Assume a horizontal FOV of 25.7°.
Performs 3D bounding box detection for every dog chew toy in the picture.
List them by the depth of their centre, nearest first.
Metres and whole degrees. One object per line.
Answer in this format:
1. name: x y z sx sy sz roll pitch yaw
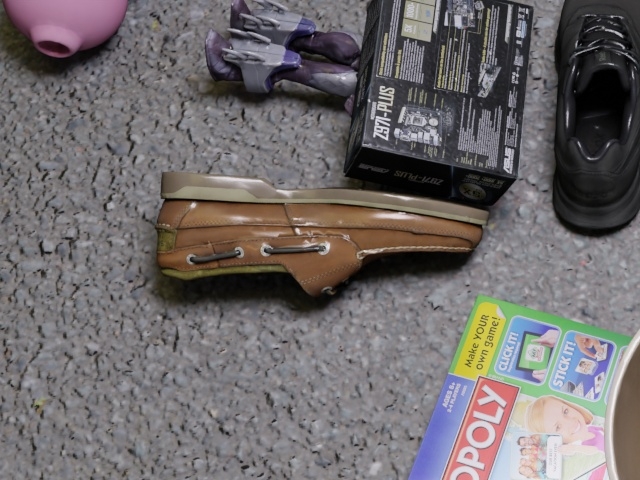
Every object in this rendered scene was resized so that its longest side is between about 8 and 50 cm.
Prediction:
1. dog chew toy: -0.252 -0.350 1.482 0.207 0.206 0.331 3 70 11

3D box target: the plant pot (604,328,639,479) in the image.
1. plant pot: 0.347 0.173 1.034 0.257 0.274 0.256 -5 70 13

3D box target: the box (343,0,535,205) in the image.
1. box: 0.110 -0.138 1.294 0.147 0.077 0.180 11 70 -9

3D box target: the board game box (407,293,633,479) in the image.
1. board game box: 0.183 0.216 1.180 0.214 0.046 0.317 16 65 16

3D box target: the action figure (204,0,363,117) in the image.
1. action figure: 0.037 -0.172 1.390 0.285 0.099 0.185 12 55 11

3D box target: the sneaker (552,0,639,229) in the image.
1. sneaker: 0.271 -0.158 1.323 0.109 0.130 0.286 -1 60 11

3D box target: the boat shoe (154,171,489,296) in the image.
1. boat shoe: 0.000 0.000 1.307 0.307 0.111 0.104 5 90 5
